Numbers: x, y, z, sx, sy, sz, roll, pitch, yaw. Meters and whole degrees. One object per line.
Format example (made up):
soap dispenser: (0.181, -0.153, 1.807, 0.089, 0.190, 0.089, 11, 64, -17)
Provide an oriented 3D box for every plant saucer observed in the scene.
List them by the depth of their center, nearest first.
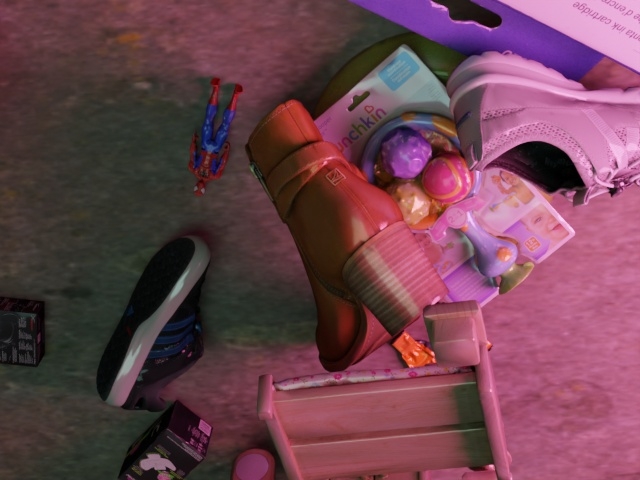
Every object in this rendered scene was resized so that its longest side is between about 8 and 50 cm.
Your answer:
plant saucer: (0.105, -0.074, 1.423, 0.241, 0.037, 0.241, 2, 114, 5)

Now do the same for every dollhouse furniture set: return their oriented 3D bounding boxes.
dollhouse furniture set: (0.011, 0.138, 1.378, 0.303, 0.174, 0.355, -6, 138, 9)

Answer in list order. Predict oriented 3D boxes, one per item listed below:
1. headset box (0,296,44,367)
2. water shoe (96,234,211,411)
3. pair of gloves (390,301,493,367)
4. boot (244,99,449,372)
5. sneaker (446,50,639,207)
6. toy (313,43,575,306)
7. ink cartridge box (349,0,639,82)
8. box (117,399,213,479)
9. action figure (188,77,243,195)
headset box: (-0.322, 0.091, 1.543, 0.083, 0.032, 0.062, 6, 113, 5)
water shoe: (-0.148, 0.082, 1.512, 0.080, 0.073, 0.203, 19, 116, -31)
pair of gloves: (0.120, 0.103, 1.511, 0.083, 0.010, 0.074, -41, 103, 19)
boot: (0.000, 0.000, 1.393, 0.109, 0.283, 0.220, -36, 85, -12)
sneaker: (0.240, -0.071, 1.338, 0.281, 0.115, 0.105, 11, 150, -12)
toy: (0.104, -0.043, 1.385, 0.137, 0.056, 0.237, -40, 104, 19)
ink cartridge box: (0.202, -0.245, 1.210, 0.324, 0.071, 0.330, 18, 130, -35)
box: (-0.158, 0.217, 1.562, 0.052, 0.062, 0.083, 40, 111, -13)
action figure: (-0.102, -0.094, 1.444, 0.038, 0.030, 0.115, 14, 116, -5)
